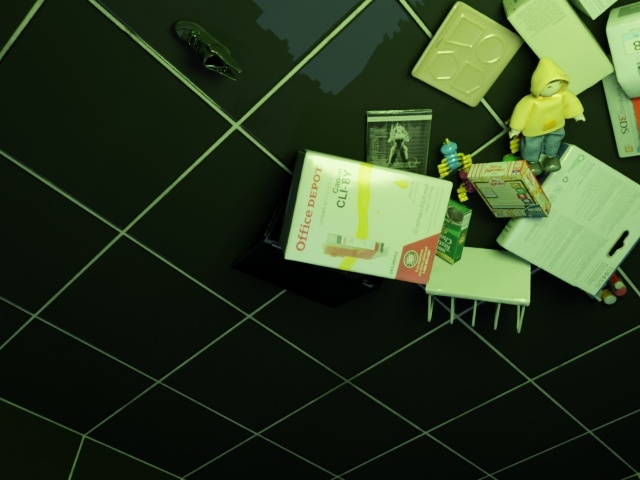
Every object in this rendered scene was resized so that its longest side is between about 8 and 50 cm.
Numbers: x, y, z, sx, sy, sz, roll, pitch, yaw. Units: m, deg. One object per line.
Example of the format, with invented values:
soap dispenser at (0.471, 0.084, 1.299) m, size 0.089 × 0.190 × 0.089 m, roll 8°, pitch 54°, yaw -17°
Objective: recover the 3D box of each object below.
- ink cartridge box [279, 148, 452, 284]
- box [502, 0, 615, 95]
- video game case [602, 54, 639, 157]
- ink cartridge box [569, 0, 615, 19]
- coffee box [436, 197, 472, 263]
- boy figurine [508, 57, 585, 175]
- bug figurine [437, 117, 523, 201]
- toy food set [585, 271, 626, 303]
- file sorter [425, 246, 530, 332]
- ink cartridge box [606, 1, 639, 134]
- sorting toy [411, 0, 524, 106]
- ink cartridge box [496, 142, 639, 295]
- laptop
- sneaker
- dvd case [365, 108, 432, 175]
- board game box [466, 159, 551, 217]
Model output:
ink cartridge box at (0.108, -0.061, 1.436) m, size 0.385 × 0.160 × 0.278 m, roll 11°, pitch 99°, yaw -9°
box at (0.539, -0.463, 1.251) m, size 0.275 × 0.094 × 0.113 m, roll 37°, pitch 128°, yaw -28°
video game case at (0.870, -0.342, 1.316) m, size 0.329 × 0.036 × 0.300 m, roll -5°, pitch 134°, yaw 37°
ink cartridge box at (0.587, -0.582, 1.144) m, size 0.128 × 0.127 × 0.176 m, roll 36°, pitch 118°, yaw -26°
coffee box at (0.364, -0.032, 1.588) m, size 0.041 × 0.113 × 0.184 m, roll -27°, pitch 138°, yaw -31°
boy figurine at (0.538, -0.293, 1.304) m, size 0.178 × 0.092 × 0.285 m, roll -8°, pitch 136°, yaw 3°
bug figurine at (0.445, -0.217, 1.467) m, size 0.279 × 0.072 × 0.216 m, roll -18°, pitch 133°, yaw 6°
toy food set at (0.895, 0.146, 1.751) m, size 0.232 × 0.104 × 0.111 m, roll 36°, pitch 119°, yaw -26°
file sorter at (0.465, 0.148, 1.640) m, size 0.278 × 0.192 × 0.173 m, roll 5°, pitch 135°, yaw 17°
ink cartridge box at (0.831, -0.359, 1.202) m, size 0.308 × 0.091 × 0.385 m, roll -3°, pitch 134°, yaw 40°
sorting toy at (0.346, -0.438, 1.313) m, size 0.208 × 0.038 × 0.193 m, roll 19°, pitch 126°, yaw -22°
ink cartridge box at (0.715, -0.053, 1.531) m, size 0.330 × 0.071 × 0.324 m, roll 27°, pitch 105°, yaw -12°
laptop at (0.000, 0.000, 1.659) m, size 0.382 × 0.236 × 0.407 m, roll 24°, pitch 96°, yaw -20°
sneaker at (-0.257, -0.432, 1.257) m, size 0.170 × 0.089 × 0.051 m, roll 28°, pitch 122°, yaw -23°
dvd case at (0.204, -0.243, 1.471) m, size 0.165 × 0.018 × 0.221 m, roll -2°, pitch 129°, yaw 1°
board game box at (0.487, -0.127, 1.423) m, size 0.147 × 0.045 × 0.193 m, roll 3°, pitch 151°, yaw 44°
